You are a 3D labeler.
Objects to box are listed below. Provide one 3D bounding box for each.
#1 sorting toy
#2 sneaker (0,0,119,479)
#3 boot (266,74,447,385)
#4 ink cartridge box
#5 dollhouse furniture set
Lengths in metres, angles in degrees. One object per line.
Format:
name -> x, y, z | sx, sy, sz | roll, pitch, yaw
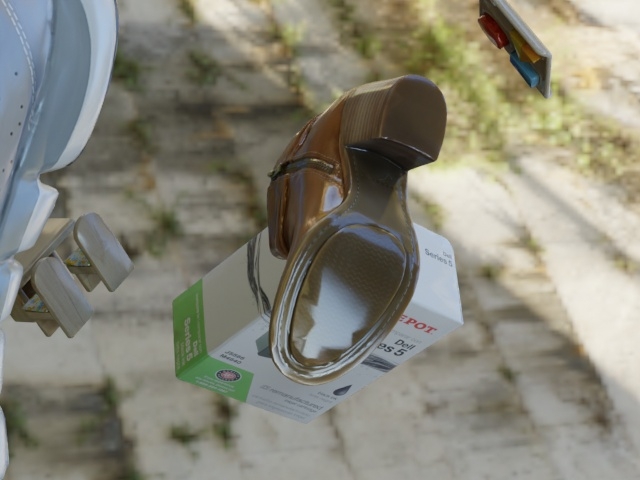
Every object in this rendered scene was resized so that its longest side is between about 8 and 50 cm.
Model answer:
sorting toy -> 0.086, -0.109, 0.744 | 0.083, 0.012, 0.062 | 53, 0, 18
sneaker -> -0.126, 0.017, 0.328 | 0.086, 0.132, 0.229 | 10, -94, 24
boot -> 0.000, 0.000, 0.891 | 0.152, 0.073, 0.197 | -17, -136, 62
ink cartridge box -> -0.006, 0.078, 1.679 | 0.273, 0.198, 0.115 | -37, -136, 36
dollhouse furniture set -> -0.375, 0.041, 1.640 | 0.212, 0.242, 0.161 | 0, -49, 42
